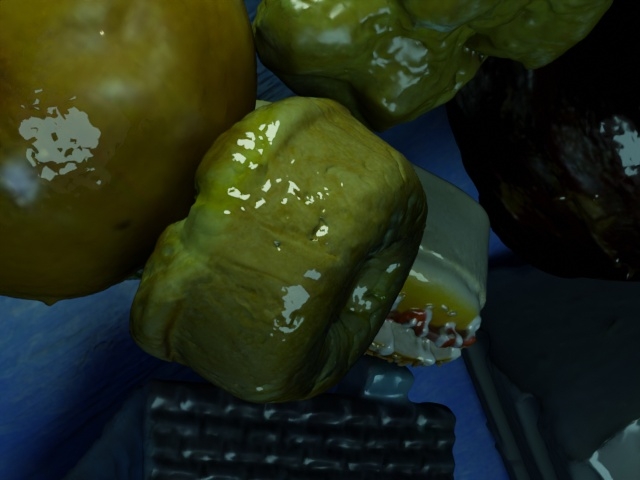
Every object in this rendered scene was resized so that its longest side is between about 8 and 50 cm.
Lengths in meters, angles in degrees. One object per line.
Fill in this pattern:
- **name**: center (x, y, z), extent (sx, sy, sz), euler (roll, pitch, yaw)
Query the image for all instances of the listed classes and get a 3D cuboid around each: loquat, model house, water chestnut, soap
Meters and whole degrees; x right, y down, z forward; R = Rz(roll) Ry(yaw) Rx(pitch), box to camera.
- **loquat**: center (-0.205, -0.118, 1.387), extent (0.328, 0.328, 0.328), euler (-13, 126, -18)
- **model house**: center (-0.084, 0.239, 1.728), extent (0.360, 0.297, 0.339), euler (9, 109, -31)
- **water chestnut**: center (0.292, -0.128, 1.618), extent (0.335, 0.335, 0.347), euler (11, 159, -32)
- **soap**: center (0.314, 0.230, 1.861), extent (0.213, 0.350, 0.435), euler (-28, 127, -6)

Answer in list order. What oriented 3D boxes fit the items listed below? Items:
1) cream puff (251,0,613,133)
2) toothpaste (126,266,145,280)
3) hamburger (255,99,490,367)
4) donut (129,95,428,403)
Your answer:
- **cream puff**: center (0.097, -0.219, 1.469), extent (0.274, 0.323, 0.269), euler (8, 132, 2)
- **toothpaste**: center (-0.153, 0.013, 1.562), extent (0.078, 0.248, 0.047), euler (-17, 96, -25)
- **hamburger**: center (0.000, 0.000, 1.620), extent (0.295, 0.227, 0.151), euler (23, 79, -23)
- **donut**: center (-0.019, 0.008, 1.361), extent (0.208, 0.128, 0.261), euler (-62, 167, 10)
